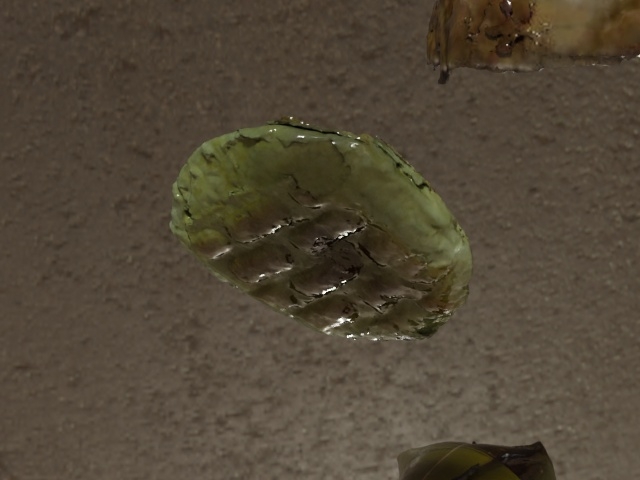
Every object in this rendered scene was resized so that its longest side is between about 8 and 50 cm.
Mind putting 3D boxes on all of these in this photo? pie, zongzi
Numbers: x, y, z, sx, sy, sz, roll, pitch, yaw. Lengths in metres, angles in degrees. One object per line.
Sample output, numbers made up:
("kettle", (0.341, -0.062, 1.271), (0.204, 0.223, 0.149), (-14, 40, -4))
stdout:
("pie", (0.000, 0.000, 0.976), (0.306, 0.071, 0.306), (15, 145, 11))
("zongzi", (0.112, 0.350, 1.335), (0.289, 0.154, 0.317), (-12, -175, -37))

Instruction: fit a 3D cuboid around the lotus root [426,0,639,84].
("lotus root", (0.202, -0.116, 0.395), (0.329, 0.167, 0.078), (-7, 109, -3))
